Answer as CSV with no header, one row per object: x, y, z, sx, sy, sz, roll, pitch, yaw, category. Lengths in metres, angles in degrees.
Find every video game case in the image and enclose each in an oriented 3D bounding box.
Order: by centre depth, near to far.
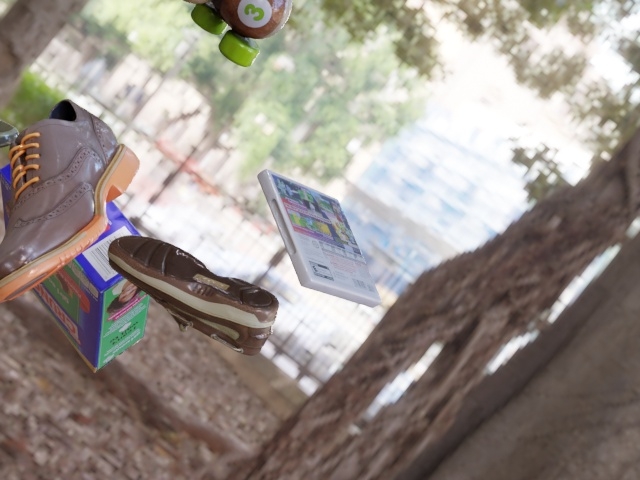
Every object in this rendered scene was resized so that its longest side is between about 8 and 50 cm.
0.000,0.000,1.787,0.201,0.023,0.183,20,43,-56,video game case

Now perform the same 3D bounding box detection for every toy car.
-0.138,-0.329,1.584,0.188,0.155,0.149,9,33,-48,toy car

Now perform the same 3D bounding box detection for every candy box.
-0.397,0.028,2.048,0.268,0.122,0.317,48,-25,15,candy box

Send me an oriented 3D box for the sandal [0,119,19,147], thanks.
-0.508,-0.196,1.678,0.120,0.086,0.303,-17,41,-37,sandal

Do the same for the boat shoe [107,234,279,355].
-0.183,0.081,1.696,0.257,0.095,0.095,25,28,20,boat shoe

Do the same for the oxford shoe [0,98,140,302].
-0.314,-0.051,1.415,0.133,0.130,0.364,53,18,-18,oxford shoe
